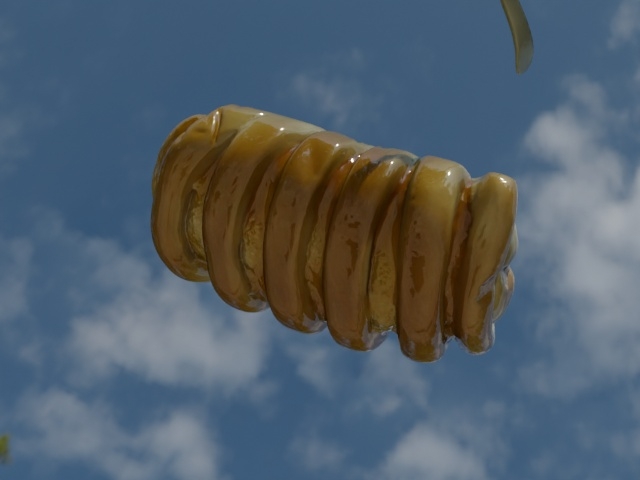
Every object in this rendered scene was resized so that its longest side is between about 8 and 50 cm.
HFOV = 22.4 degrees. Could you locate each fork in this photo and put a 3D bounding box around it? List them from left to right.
[{"bbox_3d":[0.137,-0.226,1.278,0.028,0.034,0.219,15,-42,41],"label":"fork"}]

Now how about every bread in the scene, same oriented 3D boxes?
[{"bbox_3d":[0.000,0.000,1.274,0.311,0.121,0.172,15,-51,20],"label":"bread"}]
